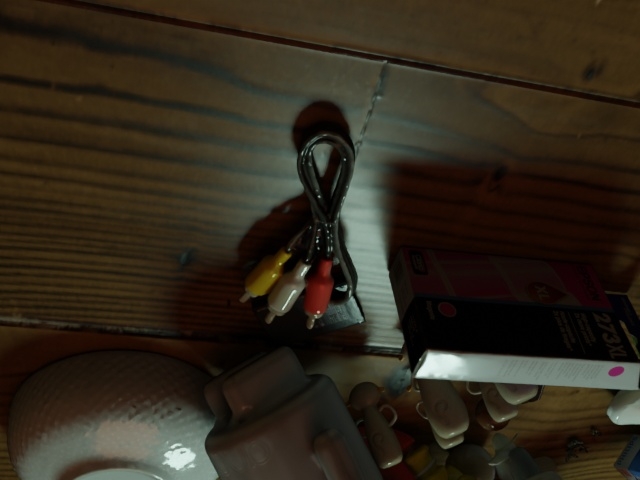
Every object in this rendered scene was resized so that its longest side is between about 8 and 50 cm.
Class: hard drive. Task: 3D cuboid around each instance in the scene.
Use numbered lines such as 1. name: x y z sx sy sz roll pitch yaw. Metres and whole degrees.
1. hard drive: -0.016 0.098 1.106 0.135 0.022 0.094 -18 134 8

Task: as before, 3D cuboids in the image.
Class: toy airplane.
1. toy airplane: 0.235 0.463 1.326 0.386 0.272 0.384 6 128 32

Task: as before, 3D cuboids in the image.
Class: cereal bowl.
1. cereal bowl: -0.296 0.320 1.200 0.339 0.141 0.339 -5 135 -5

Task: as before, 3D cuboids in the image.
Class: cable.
1. cable: 0.000 0.000 0.968 0.140 0.072 0.287 20 132 -4

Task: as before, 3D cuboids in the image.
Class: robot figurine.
1. robot figurine: -0.027 0.327 1.116 0.200 0.353 0.300 -28 180 -28

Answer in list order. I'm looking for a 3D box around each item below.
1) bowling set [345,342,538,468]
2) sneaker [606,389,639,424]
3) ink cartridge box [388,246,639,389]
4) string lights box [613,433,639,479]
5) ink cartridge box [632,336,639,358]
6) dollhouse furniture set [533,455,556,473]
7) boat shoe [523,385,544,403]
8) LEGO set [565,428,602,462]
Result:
1. bowling set: 0.194 0.217 1.195 0.287 0.154 0.200 -30 155 18
2. sneaker: 0.589 0.280 1.308 0.232 0.115 0.090 -7 134 -1
3. ink cartridge box: 0.282 0.104 1.048 0.371 0.175 0.069 7 132 -15
4. string lights box: 0.626 0.403 1.330 0.133 0.076 0.260 41 164 -7
5. ink cartridge box: 0.619 0.185 1.168 0.255 0.188 0.097 -23 132 14
6. dollhouse furniture set: 0.452 0.529 1.441 0.161 0.242 0.212 -18 134 8
7. boat shoe: 0.324 0.170 1.191 0.073 0.073 0.207 -9 135 3
8. LEGO set: 0.465 0.363 1.441 0.083 0.023 0.054 -38 131 9
